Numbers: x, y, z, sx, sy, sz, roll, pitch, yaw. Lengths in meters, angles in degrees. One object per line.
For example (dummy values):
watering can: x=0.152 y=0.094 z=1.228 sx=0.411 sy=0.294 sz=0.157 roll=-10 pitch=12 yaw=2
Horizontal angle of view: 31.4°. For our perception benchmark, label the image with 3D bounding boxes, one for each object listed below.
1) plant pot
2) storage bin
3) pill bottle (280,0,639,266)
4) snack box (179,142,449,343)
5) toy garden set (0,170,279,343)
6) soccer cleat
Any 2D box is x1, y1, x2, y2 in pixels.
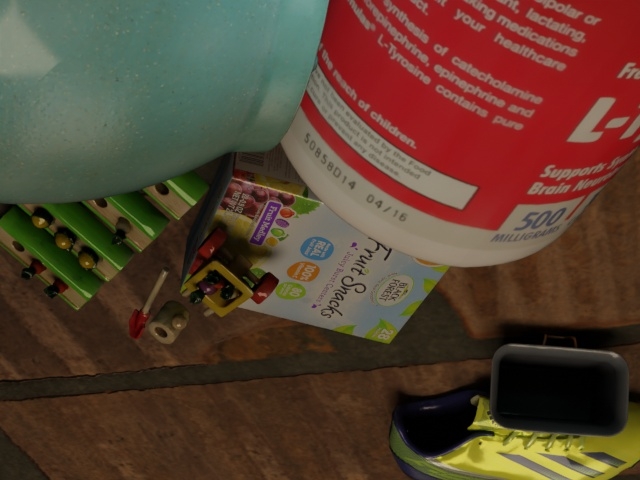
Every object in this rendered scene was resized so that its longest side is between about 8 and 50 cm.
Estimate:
plant pot: x=-0.106 y=-0.149 z=0.633 sx=0.196 sy=0.293 sz=0.293 roll=10 pitch=143 yaw=-16
storage bin: x=0.233 y=0.147 z=1.157 sx=0.135 sy=0.098 sz=0.091 roll=4 pitch=171 yaw=-1
pill bottle: x=0.132 y=-0.182 z=0.605 sx=0.229 sy=0.229 sz=0.407 roll=14 pitch=142 yaw=-12
snack box: x=0.000 y=0.000 z=0.991 sx=0.207 sy=0.070 sz=0.174 roll=13 pitch=142 yaw=-14
toy garden set: x=-0.168 y=0.017 z=0.972 sx=0.204 sy=0.049 sz=0.244 roll=42 pitch=138 yaw=-10
soccer cleat: x=0.214 y=0.208 z=1.230 sx=0.289 sy=0.093 sz=0.121 roll=-7 pitch=135 yaw=14
